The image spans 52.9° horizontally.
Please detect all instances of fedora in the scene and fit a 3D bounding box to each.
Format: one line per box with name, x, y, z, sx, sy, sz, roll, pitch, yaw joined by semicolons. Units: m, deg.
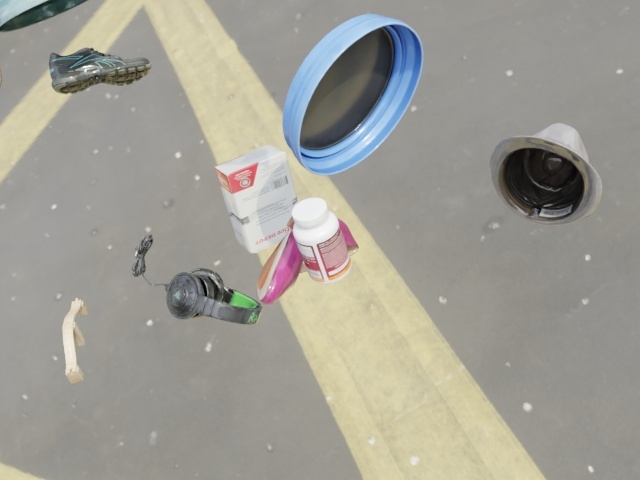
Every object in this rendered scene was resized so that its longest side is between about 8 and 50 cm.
fedora;0.500;-0.159;1.401;0.243;0.275;0.124;21;59;27

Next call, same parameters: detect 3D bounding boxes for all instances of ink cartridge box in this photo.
ink cartridge box;-0.183;-0.126;1.971;0.197;0.273;0.114;-25;30;-21

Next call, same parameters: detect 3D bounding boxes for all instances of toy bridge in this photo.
toy bridge;-0.481;0.182;1.254;0.026;0.063;0.188;-13;45;-5

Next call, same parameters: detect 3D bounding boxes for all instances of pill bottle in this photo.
pill bottle;0.000;0.000;1.177;0.086;0.152;0.086;-11;39;9

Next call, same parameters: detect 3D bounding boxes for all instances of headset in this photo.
headset;-0.348;0.123;1.826;0.394;0.243;0.185;18;94;5

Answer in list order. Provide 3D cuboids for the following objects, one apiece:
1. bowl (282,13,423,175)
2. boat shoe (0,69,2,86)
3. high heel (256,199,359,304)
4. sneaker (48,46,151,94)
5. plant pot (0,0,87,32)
bowl;0.073;-0.331;1.475;0.391;0.391;0.077;-42;63;-10
boat shoe;-0.542;-0.157;0.951;0.324;0.116;0.123;-33;64;33
high heel;-0.013;0.048;1.404;0.127;0.181;0.377;-51;9;36
sneaker;-0.589;-0.471;1.722;0.267;0.106;0.101;-15;-8;-23
plant pot;-0.669;-0.638;1.500;0.293;0.196;0.293;-22;20;8
